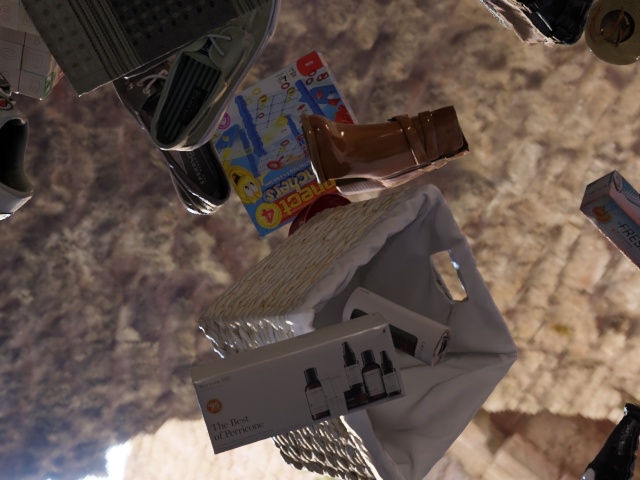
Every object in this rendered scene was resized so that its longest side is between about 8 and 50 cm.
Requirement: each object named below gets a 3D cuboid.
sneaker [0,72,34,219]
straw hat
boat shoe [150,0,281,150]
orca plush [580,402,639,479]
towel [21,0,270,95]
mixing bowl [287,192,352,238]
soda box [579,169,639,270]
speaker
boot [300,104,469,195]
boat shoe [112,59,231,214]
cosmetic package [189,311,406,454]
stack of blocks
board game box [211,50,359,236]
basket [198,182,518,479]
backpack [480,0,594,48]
[{"bbox_3d":[-0.471,-0.192,1.380,0.146,0.331,0.122,-13,7,31],"label":"sneaker"},{"bbox_3d":[0.528,-0.386,1.811,0.144,0.144,0.061,-54,18,2],"label":"straw hat"},{"bbox_3d":[-0.135,-0.246,1.318,0.094,0.109,0.302,-58,-8,-71],"label":"boat shoe"},{"bbox_3d":[0.476,0.408,1.602,0.287,0.102,0.151,-55,-39,-1],"label":"orca plush"},{"bbox_3d":[-0.221,-0.363,1.137,0.312,0.324,0.056,-25,20,6],"label":"towel"},{"bbox_3d":[0.000,0.000,2.027,0.098,0.181,0.181,-11,20,45],"label":"mixing bowl"},{"bbox_3d":[0.470,-0.017,1.495,0.058,0.183,0.063,-32,22,45],"label":"soda box"},{"bbox_3d":[0.099,0.110,1.291,0.055,0.136,0.055,-47,-29,-37],"label":"speaker"},{"bbox_3d":[0.102,-0.148,1.512,0.220,0.109,0.283,-17,-23,15],"label":"boot"},{"bbox_3d":[-0.241,-0.199,1.661,0.112,0.335,0.095,-32,10,-24],"label":"boat shoe"},{"bbox_3d":[-0.026,0.168,1.193,0.239,0.099,0.060,-17,11,-6],"label":"cosmetic package"},{"bbox_3d":[-0.451,-0.382,1.599,0.171,0.087,0.297,-79,6,-59],"label":"stack of blocks"},{"bbox_3d":[-0.066,-0.211,2.205,0.308,0.302,0.086,-28,4,10],"label":"board game box"},{"bbox_3d":[0.061,0.138,1.479,0.266,0.328,0.331,-4,32,50],"label":"basket"},{"bbox_3d":[0.288,-0.364,1.297,0.166,0.144,0.188,33,-95,-35],"label":"backpack"}]
